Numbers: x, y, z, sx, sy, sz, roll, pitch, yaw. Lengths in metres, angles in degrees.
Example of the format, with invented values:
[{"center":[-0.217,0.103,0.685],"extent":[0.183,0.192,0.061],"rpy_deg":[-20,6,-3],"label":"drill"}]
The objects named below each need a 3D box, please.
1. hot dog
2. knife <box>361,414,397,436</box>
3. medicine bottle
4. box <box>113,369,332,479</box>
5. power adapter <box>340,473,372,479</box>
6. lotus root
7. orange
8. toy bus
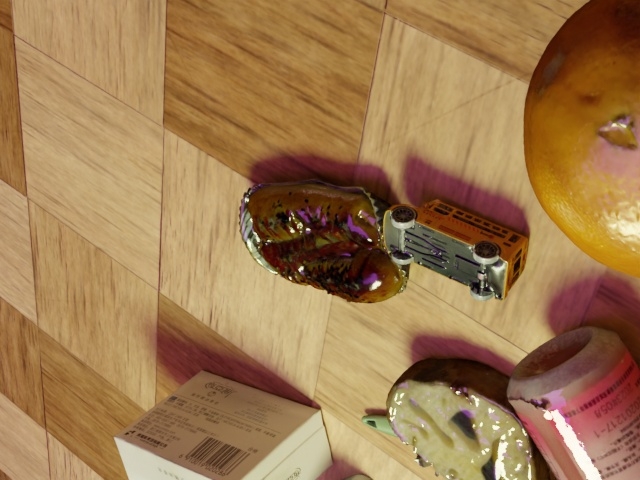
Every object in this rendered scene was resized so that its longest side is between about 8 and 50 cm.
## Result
[{"center":[0.000,0.000,1.323],"extent":[0.270,0.082,0.163],"rpy_deg":[8,121,42],"label":"hot dog"},{"center":[0.169,0.265,1.393],"extent":[0.293,0.020,0.043],"rpy_deg":[6,119,40],"label":"knife"},{"center":[0.318,0.225,1.125],"extent":[0.147,0.147,0.247],"rpy_deg":[-25,99,50],"label":"medicine bottle"},{"center":[-0.152,0.328,1.608],"extent":[0.274,0.203,0.116],"rpy_deg":[11,124,39],"label":"box"},{"center":[0.013,0.468,1.546],"extent":[0.130,0.205,0.125],"rpy_deg":[55,141,1],"label":"power adapter"},{"center":[0.203,0.246,1.295],"extent":[0.260,0.074,0.170],"rpy_deg":[35,125,22],"label":"lotus root"},{"center":[0.296,-0.094,0.848],"extent":[0.261,0.261,0.261],"rpy_deg":[25,132,30],"label":"orange"},{"center":[0.153,0.003,1.180],"extent":[0.162,0.074,0.070],"rpy_deg":[25,140,27],"label":"toy bus"}]
